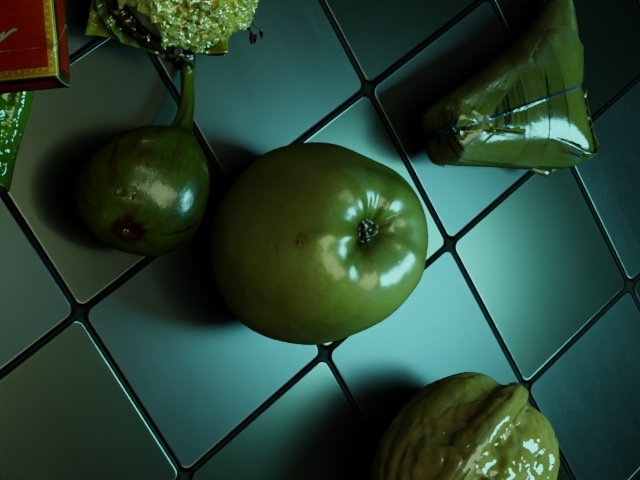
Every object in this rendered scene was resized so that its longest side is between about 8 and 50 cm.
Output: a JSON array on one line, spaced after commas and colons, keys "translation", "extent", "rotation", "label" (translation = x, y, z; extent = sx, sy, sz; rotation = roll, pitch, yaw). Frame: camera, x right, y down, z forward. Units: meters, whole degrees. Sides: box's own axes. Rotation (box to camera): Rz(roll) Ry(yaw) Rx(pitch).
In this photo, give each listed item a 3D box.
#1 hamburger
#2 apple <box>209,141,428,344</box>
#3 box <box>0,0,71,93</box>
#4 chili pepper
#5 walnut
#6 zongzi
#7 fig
[{"translation": [-0.151, -0.320, 1.743], "extent": [0.262, 0.139, 0.243], "rotation": [-2, 100, -46], "label": "hamburger"}, {"translation": [0.000, 0.000, 1.824], "extent": [0.262, 0.262, 0.262], "rotation": [-1, 92, -34], "label": "apple"}, {"translation": [-0.354, -0.276, 1.609], "extent": [0.153, 0.074, 0.239], "rotation": [-5, 85, -2], "label": "box"}, {"translation": [-0.329, -0.230, 1.684], "extent": [0.085, 0.076, 0.359], "rotation": [22, 83, -52], "label": "chili pepper"}, {"translation": [0.192, 0.292, 1.969], "extent": [0.224, 0.257, 0.257], "rotation": [37, 67, 9], "label": "walnut"}, {"translation": [0.249, -0.239, 2.057], "extent": [0.260, 0.123, 0.289], "rotation": [2, 81, -31], "label": "zongzi"}, {"translation": [-0.191, -0.098, 1.778], "extent": [0.151, 0.151, 0.259], "rotation": [45, 41, -27], "label": "fig"}]
